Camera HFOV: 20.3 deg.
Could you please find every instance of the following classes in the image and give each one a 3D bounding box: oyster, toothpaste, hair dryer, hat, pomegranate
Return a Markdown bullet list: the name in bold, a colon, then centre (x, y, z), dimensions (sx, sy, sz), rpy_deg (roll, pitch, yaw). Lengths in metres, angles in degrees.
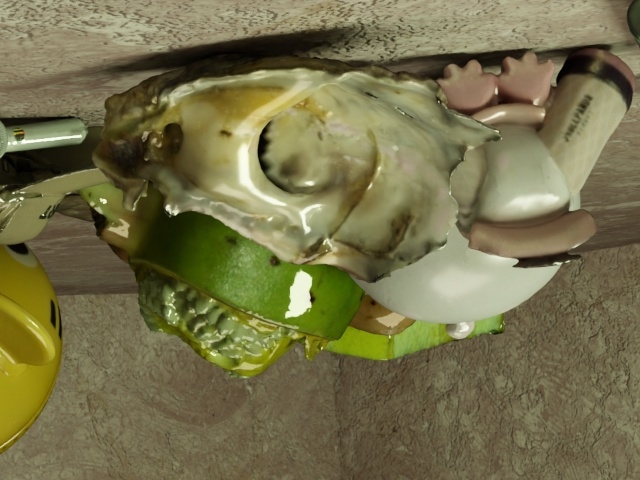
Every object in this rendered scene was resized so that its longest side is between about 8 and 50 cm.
- **oyster**: centre (-0.014, -0.072, 1.413), dimensions (0.275, 0.271, 0.100), rpy_deg (-40, -169, 26)
- **toothpaste**: centre (0.270, -0.159, 1.395), dimensions (0.062, 0.039, 0.239), rpy_deg (-13, 175, 15)
- **hair dryer**: centre (-0.276, -0.093, 1.624), dimensions (0.137, 0.047, 0.082), rpy_deg (-10, 179, -28)
- **hat**: centre (-0.250, -0.042, 1.669), dimensions (0.175, 0.085, 0.147), rpy_deg (-8, -156, 2)
- **pomegranate**: centre (-0.102, -0.003, 1.827), dimensions (0.341, 0.260, 0.260), rpy_deg (28, 163, -20)

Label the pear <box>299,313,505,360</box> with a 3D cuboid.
- **pear**: centre (0.064, 0.039, 2.515), dimensions (0.318, 0.238, 0.342), rpy_deg (6, -172, 33)

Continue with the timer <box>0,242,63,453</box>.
- **timer**: centre (-0.465, 0.092, 2.068), dimensions (0.376, 0.376, 0.387), rpy_deg (-4, 151, -10)

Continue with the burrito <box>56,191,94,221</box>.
- **burrito**: centre (-0.258, -0.056, 1.930), dimensions (0.087, 0.060, 0.226), rpy_deg (-12, 172, 21)

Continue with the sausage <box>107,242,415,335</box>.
- **sausage**: centre (-0.077, 0.002, 2.077), dimensions (0.501, 0.136, 0.123), rpy_deg (12, -132, 37)

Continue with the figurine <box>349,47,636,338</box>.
- **figurine**: centre (0.125, -0.040, 1.617), dimensions (0.253, 0.211, 0.361), rpy_deg (4, 168, -8)
